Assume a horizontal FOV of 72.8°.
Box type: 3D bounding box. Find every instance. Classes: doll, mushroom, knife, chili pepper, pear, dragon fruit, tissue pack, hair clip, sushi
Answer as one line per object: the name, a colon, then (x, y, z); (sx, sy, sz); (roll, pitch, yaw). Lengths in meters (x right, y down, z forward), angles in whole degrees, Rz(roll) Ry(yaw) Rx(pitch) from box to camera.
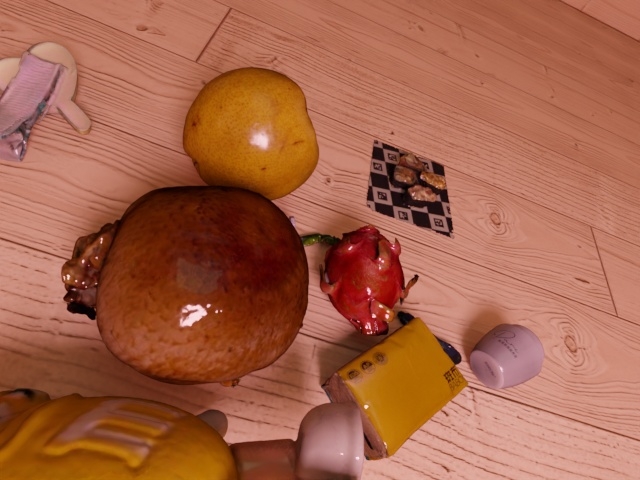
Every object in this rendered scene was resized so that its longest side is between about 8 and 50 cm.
doll: (-0.141, 0.215, 0.337); (0.423, 0.348, 0.161); (2, 91, -33)
mushroom: (-0.144, 0.038, 0.507); (0.283, 0.195, 0.263); (-4, 53, -18)
knife: (0.172, 0.154, 0.690); (0.121, 0.018, 0.031); (44, 58, 10)
chili pepper: (0.000, 0.000, 0.723); (0.083, 0.022, 0.027); (0, 24, -23)
pear: (-0.108, -0.159, 0.670); (0.209, 0.209, 0.209); (12, 53, -16)
dragon fruit: (0.062, 0.058, 0.643); (0.133, 0.136, 0.166); (4, 75, -32)
tissue pack: (0.102, 0.195, 0.588); (0.169, 0.082, 0.120); (-23, 69, -35)
hair clip: (-0.424, -0.213, 0.653); (0.159, 0.071, 0.218); (16, 57, -16)
sushi: (0.192, -0.122, 0.880); (0.192, 0.040, 0.210); (17, 52, -12)

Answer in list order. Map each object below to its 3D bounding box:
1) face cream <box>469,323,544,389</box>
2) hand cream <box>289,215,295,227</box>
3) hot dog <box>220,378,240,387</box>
face cream: (0.289, 0.181, 0.678); (0.095, 0.091, 0.091); (-20, 67, -25)
hand cream: (-0.108, -0.019, 0.673); (0.142, 0.053, 0.084); (-4, 59, -14)
hot dog: (-0.129, 0.150, 0.557); (0.037, 0.021, 0.083); (-34, 73, -36)
